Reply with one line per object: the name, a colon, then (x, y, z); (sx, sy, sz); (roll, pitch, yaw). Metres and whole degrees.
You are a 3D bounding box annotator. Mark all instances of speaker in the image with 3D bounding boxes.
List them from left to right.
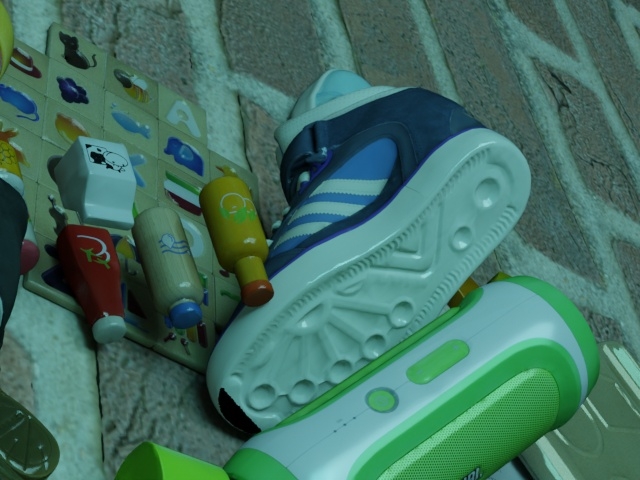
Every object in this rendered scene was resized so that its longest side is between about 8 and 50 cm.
speaker: (0.067, 0.139, 1.106); (0.296, 0.131, 0.131); (-31, 77, -31)

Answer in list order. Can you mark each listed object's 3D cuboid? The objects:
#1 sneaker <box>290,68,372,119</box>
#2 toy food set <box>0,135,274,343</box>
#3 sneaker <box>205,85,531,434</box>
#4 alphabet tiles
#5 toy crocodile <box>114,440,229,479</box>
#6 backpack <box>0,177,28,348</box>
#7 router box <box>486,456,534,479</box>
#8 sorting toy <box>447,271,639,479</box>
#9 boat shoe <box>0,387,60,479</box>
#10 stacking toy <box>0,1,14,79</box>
sneaker: (0.070, -0.066, 1.464); (0.135, 0.150, 0.366); (28, 33, -31)
toy food set: (-0.152, 0.006, 1.098); (0.232, 0.111, 0.104); (11, 45, -39)
sneaker: (0.000, -0.001, 1.261); (0.130, 0.323, 0.236); (53, -11, -33)
alphabet tiles: (-0.162, -0.044, 1.276); (0.285, 0.011, 0.342); (29, 33, -28)
toy crocodile: (-0.064, 0.271, 0.921); (0.115, 0.105, 0.340); (14, 46, -44)
backpack: (-0.302, 0.013, 0.801); (0.254, 0.225, 0.191); (21, 33, -21)
router box: (0.186, 0.234, 1.301); (0.335, 0.082, 0.301); (25, 35, -33)
sorting toy: (0.228, 0.156, 1.336); (0.229, 0.041, 0.307); (-11, 61, -52)
boat shoe: (-0.230, 0.104, 0.972); (0.153, 0.048, 0.056); (43, 40, 9)
stacking toy: (-0.314, -0.200, 1.005); (0.309, 0.279, 0.130); (24, 33, -27)
